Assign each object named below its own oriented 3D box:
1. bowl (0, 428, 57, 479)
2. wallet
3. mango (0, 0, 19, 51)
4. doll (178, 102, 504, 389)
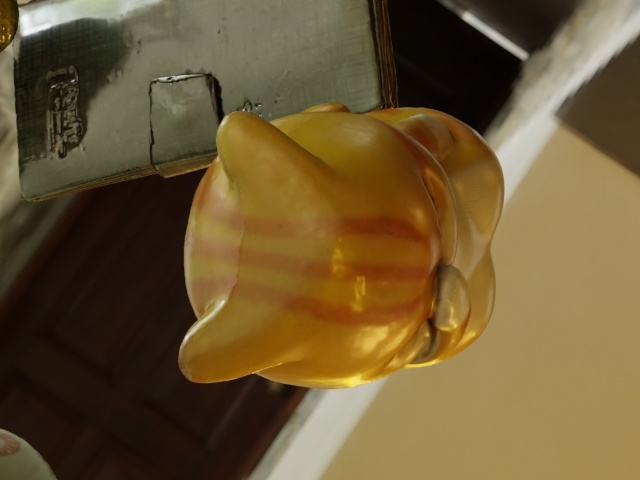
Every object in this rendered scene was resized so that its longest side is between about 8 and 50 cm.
[{"bbox_3d":[-0.334,0.235,1.051,0.337,0.337,0.157,27,167,48],"label":"bowl"},{"bbox_3d":[-0.095,-0.135,1.214,0.317,0.169,0.044,-11,166,26],"label":"wallet"},{"bbox_3d":[-0.375,-0.161,1.232,0.146,0.316,0.193,-57,-46,-63],"label":"mango"},{"bbox_3d":[0.019,0.000,0.954,0.162,0.167,0.269,1,-177,11],"label":"doll"}]
